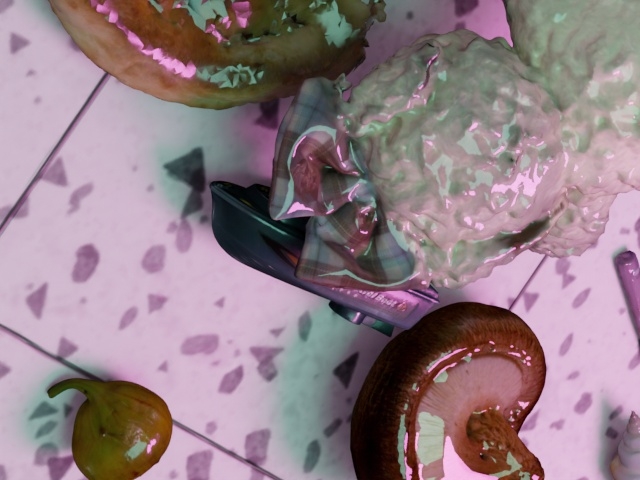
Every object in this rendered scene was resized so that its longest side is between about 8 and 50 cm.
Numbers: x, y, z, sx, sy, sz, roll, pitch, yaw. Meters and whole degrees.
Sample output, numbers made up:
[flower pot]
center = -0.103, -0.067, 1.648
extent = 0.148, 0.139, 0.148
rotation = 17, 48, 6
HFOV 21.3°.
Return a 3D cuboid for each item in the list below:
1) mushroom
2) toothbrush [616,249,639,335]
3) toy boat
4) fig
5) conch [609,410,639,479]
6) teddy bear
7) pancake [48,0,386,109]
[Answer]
[mushroom]
center = 0.106, 0.162, 1.535
extent = 0.194, 0.138, 0.231
rotation = 32, 80, -25
[toothbrush]
center = 0.360, 0.151, 1.751
extent = 0.024, 0.029, 0.354
rotation = -43, 128, -27
[toy boat]
center = 0.000, 0.000, 1.408
extent = 0.246, 0.093, 0.103
rotation = 25, 102, -39
[fig]
center = -0.166, 0.146, 1.380
extent = 0.084, 0.082, 0.098
rotation = -21, 109, 16
[conch]
center = 0.335, 0.230, 1.755
extent = 0.180, 0.065, 0.088
rotation = 73, 30, -42
[teddy bear]
center = 0.155, -0.129, 1.421
extent = 0.362, 0.375, 0.327
rotation = -12, 119, 12
[pancake]
center = -0.047, -0.273, 1.273
extent = 0.382, 0.071, 0.382
rotation = -13, 117, -28
